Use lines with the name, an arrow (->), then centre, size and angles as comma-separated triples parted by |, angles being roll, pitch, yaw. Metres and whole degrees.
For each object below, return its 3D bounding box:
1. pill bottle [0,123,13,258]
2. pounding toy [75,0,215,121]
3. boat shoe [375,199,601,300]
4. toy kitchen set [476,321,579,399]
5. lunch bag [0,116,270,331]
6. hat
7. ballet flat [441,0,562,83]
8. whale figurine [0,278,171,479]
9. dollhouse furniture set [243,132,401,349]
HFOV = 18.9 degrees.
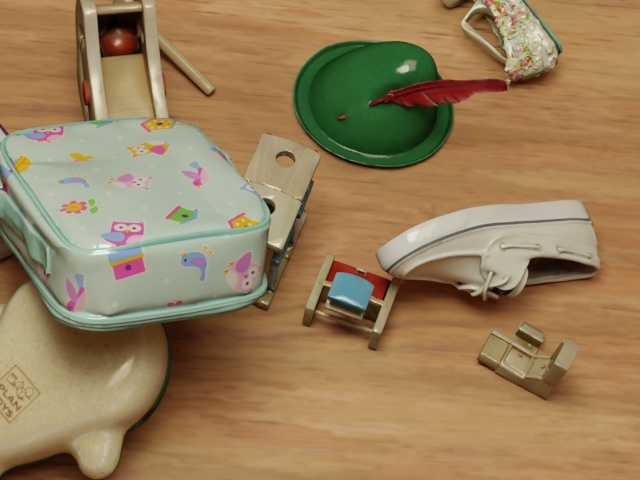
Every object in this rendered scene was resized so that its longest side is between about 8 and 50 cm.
pill bottle -> -0.366, -0.081, 1.978 | 0.108, 0.108, 0.193 | -32, 69, -24
pounding toy -> -0.177, -0.179, 2.040 | 0.155, 0.154, 0.269 | -7, 62, -13
boat shoe -> 0.182, 0.020, 2.008 | 0.267, 0.096, 0.088 | -5, 67, -37
toy kitchen set -> 0.221, 0.104, 1.988 | 0.083, 0.075, 0.068 | 30, 59, 3
lunch bag -> -0.187, -0.020, 1.817 | 0.224, 0.107, 0.279 | -11, 30, -22
hat -> 0.085, -0.195, 2.076 | 0.209, 0.183, 0.173 | 8, 59, -5
ballet flat -> 0.183, -0.278, 2.205 | 0.077, 0.091, 0.241 | -34, 65, -1
whale figurine -> -0.266, 0.151, 1.867 | 0.272, 0.141, 0.216 | -44, 73, -2
dollhouse furniture set -> 0.000, 0.000, 1.980 | 0.184, 0.129, 0.129 | 20, 59, 3
